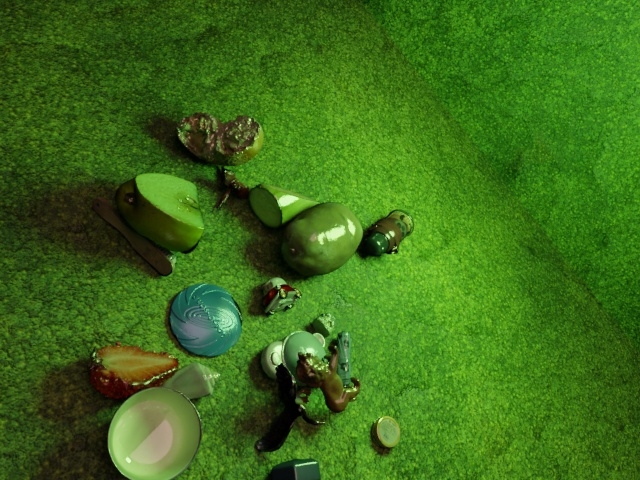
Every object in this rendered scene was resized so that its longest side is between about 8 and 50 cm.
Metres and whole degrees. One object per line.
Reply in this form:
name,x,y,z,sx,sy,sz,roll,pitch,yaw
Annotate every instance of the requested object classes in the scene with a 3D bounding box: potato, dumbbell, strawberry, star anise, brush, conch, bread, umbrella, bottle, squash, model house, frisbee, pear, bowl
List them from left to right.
strawberry,-0.521,0.374,1.360,0.235,0.107,0.175,22,20,-19
brush,-0.577,-0.020,1.565,0.327,0.070,0.065,43,31,-4
bowl,-0.445,0.514,1.308,0.237,0.126,0.238,16,58,-26
pear,-0.501,-0.087,1.535,0.292,0.159,0.292,34,21,-15
conch,-0.381,0.417,1.453,0.176,0.094,0.105,-18,88,-11
frisbee,-0.355,0.245,1.574,0.242,0.045,0.242,16,59,-27
bread,-0.357,-0.355,1.810,0.313,0.192,0.172,9,76,6
star anise,-0.343,-0.180,1.819,0.158,0.144,0.140,45,4,-13
squash,-0.121,-0.174,1.869,0.260,0.189,0.189,-37,88,-36
dumbbell,-0.053,0.793,1.404,0.159,0.144,0.325,8,60,-32
potato,0.000,0.000,1.821,0.326,0.220,0.243,-36,131,-36
model house,0.021,0.293,1.782,0.079,0.066,0.083,51,48,-1
umbrella,0.082,0.445,1.745,0.053,0.052,0.251,39,47,-57
bottle,0.282,-0.017,2.081,0.156,0.143,0.271,33,43,19

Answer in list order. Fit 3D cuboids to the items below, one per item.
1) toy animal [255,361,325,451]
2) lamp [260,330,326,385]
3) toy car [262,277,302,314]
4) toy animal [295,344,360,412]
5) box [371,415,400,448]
toy animal,-0.069,0.500,1.523,0.197,0.273,0.160,10,13,10
lamp,-0.076,0.386,1.639,0.245,0.108,0.180,4,59,-32
toy car,-0.144,0.180,1.720,0.139,0.112,0.112,-5,52,-46
toy animal,0.026,0.452,1.582,0.157,0.097,0.313,-43,113,-32
box,0.227,0.666,1.731,0.105,0.037,0.106,15,58,-26
